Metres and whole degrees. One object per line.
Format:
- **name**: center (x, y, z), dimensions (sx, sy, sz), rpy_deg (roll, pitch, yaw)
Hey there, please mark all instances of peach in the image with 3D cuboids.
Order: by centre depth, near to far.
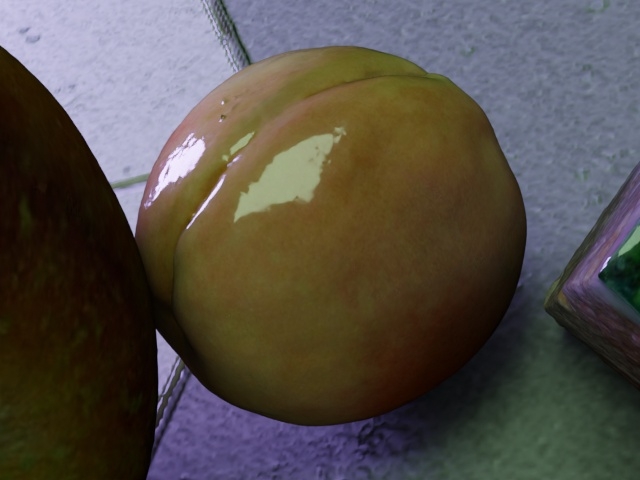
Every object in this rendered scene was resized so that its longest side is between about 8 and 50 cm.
- **peach**: center (0.000, 0.000, 0.828), dimensions (0.184, 0.184, 0.184), rpy_deg (-13, 47, 15)

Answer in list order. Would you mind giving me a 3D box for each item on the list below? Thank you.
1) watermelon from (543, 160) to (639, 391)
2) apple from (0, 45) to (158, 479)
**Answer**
- **watermelon**: center (0.243, -0.008, 0.744), dimensions (0.222, 0.319, 0.292), rpy_deg (40, 79, 7)
- **apple**: center (-0.263, 0.046, 0.758), dimensions (0.374, 0.384, 0.374), rpy_deg (-29, 41, 29)
